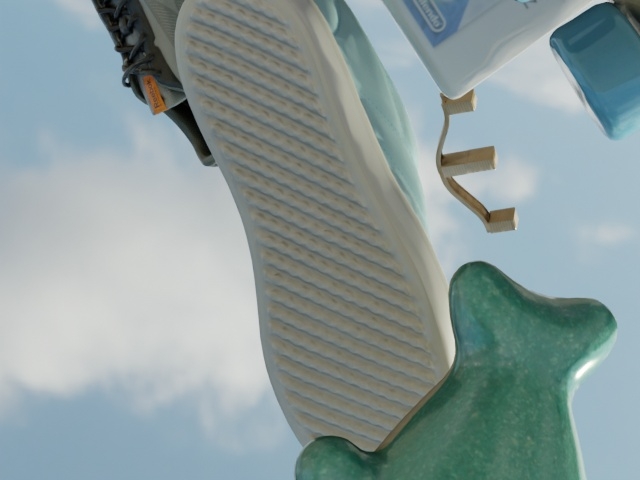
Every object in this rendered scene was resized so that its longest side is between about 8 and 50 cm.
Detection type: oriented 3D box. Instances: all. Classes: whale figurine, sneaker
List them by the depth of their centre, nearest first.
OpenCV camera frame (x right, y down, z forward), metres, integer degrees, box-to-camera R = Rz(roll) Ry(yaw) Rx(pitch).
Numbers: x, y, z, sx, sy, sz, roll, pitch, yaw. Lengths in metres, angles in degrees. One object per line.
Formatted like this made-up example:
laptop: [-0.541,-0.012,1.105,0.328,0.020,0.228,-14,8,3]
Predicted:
whale figurine: [0.092,0.151,1.011,0.216,0.272,0.141,20,175,-15]
sneaker: [0.029,-0.012,1.210,0.135,0.366,0.150,-11,-170,29]
sneaker: [-0.133,-0.176,1.520,0.100,0.271,0.108,-13,-146,53]

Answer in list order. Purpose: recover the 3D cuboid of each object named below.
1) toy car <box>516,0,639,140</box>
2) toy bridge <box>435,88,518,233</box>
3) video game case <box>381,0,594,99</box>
toy car: [0.234,-0.154,1.107,0.210,0.219,0.238,59,-175,26]
toy bridge: [0.155,-0.083,1.957,0.063,0.188,0.026,-9,-141,20]
video game case: [0.124,-0.299,1.195,0.300,0.329,0.036,-36,-151,2]
